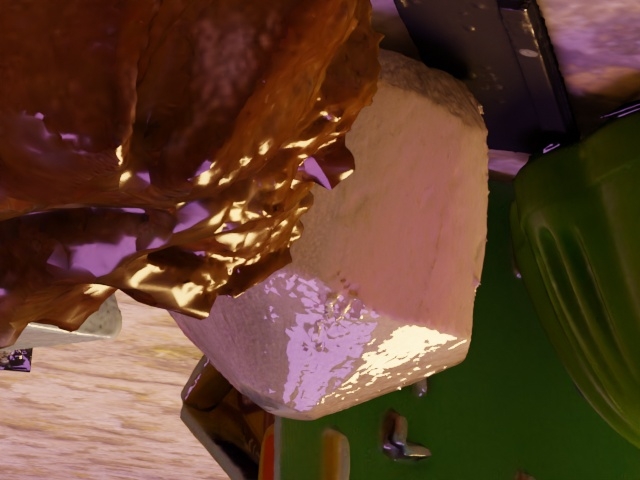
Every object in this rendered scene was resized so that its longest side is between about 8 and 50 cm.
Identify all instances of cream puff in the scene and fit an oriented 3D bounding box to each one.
[{"bbox_3d":[-0.097,-0.057,0.591,0.241,0.155,0.269,-3,158,6],"label":"cream puff"}]

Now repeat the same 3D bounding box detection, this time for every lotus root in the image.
[{"bbox_3d":[0.182,0.042,0.787,0.186,0.186,0.186,4,165,1],"label":"lotus root"}]

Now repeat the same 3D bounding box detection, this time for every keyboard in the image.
[{"bbox_3d":[0.076,-0.071,0.736,0.060,0.018,0.195,7,166,16],"label":"keyboard"}]

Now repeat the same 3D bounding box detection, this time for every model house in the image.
[{"bbox_3d":[0.044,0.161,0.987,0.300,0.340,0.323,9,164,-27],"label":"model house"}]

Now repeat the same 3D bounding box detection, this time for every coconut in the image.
[{"bbox_3d":[0.000,0.000,0.734,0.147,0.152,0.147,10,166,3],"label":"coconut"}]

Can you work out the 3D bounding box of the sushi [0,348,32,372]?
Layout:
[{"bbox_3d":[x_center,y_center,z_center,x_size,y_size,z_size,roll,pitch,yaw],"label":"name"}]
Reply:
[{"bbox_3d":[-0.244,0.056,1.210,0.085,0.056,0.083,5,165,-9],"label":"sushi"}]

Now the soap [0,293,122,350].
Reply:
[{"bbox_3d":[-0.255,0.023,1.019,0.261,0.094,0.150,-9,160,39],"label":"soap"}]
